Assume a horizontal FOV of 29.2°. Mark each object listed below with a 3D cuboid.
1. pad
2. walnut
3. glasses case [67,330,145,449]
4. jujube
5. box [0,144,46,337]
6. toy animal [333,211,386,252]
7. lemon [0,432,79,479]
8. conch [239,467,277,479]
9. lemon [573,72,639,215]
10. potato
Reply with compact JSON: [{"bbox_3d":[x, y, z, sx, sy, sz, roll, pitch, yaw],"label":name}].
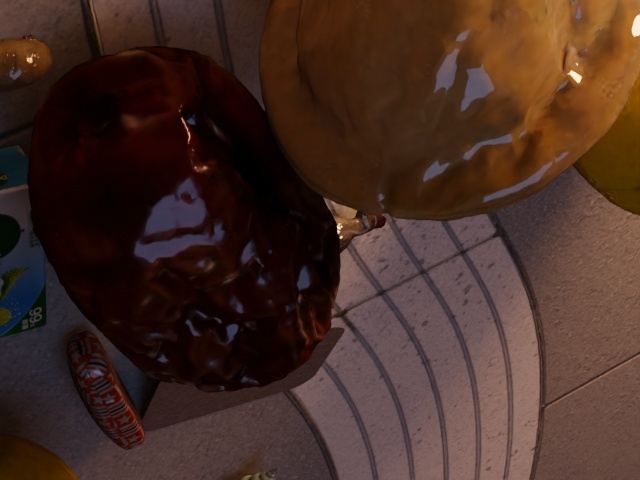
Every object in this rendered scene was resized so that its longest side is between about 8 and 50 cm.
[{"bbox_3d":[-0.102,0.181,1.603,0.266,0.002,0.176,-13,153,-29],"label":"pad"},{"bbox_3d":[0.130,-0.202,1.191,0.384,0.383,0.383,-21,137,-21],"label":"walnut"},{"bbox_3d":[-0.259,0.188,1.475,0.049,0.073,0.194,-24,138,-7],"label":"glasses case"},{"bbox_3d":[-0.131,-0.015,1.224,0.276,0.276,0.377,-34,142,-7],"label":"jujube"},{"bbox_3d":[-0.353,0.014,1.236,0.139,0.073,0.194,-16,135,-26],"label":"box"},{"bbox_3d":[-0.003,-0.004,1.518,0.202,0.070,0.105,-19,149,-28],"label":"toy animal"},{"bbox_3d":[-0.386,0.350,1.379,0.293,0.293,0.293,-21,137,-21],"label":"lemon"},{"bbox_3d":[-0.115,0.382,1.777,0.088,0.065,0.180,7,130,-44],"label":"conch"},{"bbox_3d":[0.434,-0.185,1.477,0.348,0.348,0.348,-21,137,-21],"label":"lemon"},{"bbox_3d":[-0.292,-0.161,1.147,0.093,0.036,0.037,-23,141,-18],"label":"potato"}]
